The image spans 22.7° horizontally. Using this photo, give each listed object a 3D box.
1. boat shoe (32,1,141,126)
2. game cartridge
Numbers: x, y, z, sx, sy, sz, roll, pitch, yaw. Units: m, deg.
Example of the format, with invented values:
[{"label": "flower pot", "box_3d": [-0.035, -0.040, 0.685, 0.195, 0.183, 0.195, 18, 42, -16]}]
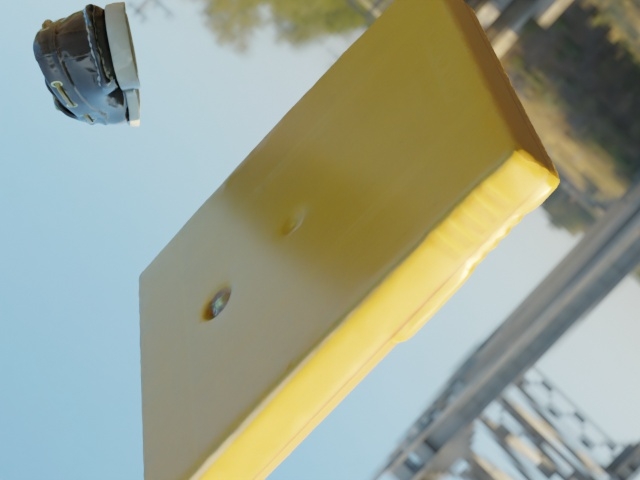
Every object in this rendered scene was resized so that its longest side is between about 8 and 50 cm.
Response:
[{"label": "boat shoe", "box_3d": [-0.171, -0.127, 1.177, 0.228, 0.069, 0.081, 135, 124, -82]}, {"label": "game cartridge", "box_3d": [0.000, 0.000, 1.027, 0.053, 0.324, 0.285, 37, -160, -25]}]
